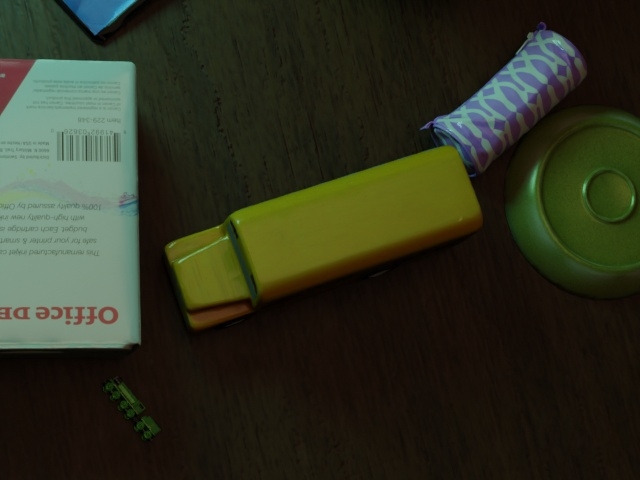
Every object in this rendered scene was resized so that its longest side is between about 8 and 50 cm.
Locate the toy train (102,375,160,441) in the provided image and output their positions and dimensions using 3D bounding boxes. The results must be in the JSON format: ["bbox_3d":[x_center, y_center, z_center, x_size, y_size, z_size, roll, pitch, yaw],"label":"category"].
[{"bbox_3d":[-0.205,0.181,1.603,0.023,0.017,0.083,-38,89,-26],"label":"toy train"}]

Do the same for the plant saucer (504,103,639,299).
[{"bbox_3d":[0.338,-0.051,1.757,0.240,0.037,0.241,2,78,-12],"label":"plant saucer"}]

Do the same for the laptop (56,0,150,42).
[{"bbox_3d":[-0.251,-0.398,1.622,0.234,0.264,0.136,-43,54,-7],"label":"laptop"}]

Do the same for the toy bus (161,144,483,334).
[{"bbox_3d":[0.000,0.000,1.623,0.332,0.130,0.108,-18,84,-15],"label":"toy bus"}]

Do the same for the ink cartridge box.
[{"bbox_3d":[-0.308,-0.030,1.562,0.226,0.131,0.306,1,80,-13],"label":"ink cartridge box"}]

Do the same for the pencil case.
[{"bbox_3d":[0.220,-0.164,1.726,0.206,0.086,0.088,-43,98,-16],"label":"pencil case"}]
